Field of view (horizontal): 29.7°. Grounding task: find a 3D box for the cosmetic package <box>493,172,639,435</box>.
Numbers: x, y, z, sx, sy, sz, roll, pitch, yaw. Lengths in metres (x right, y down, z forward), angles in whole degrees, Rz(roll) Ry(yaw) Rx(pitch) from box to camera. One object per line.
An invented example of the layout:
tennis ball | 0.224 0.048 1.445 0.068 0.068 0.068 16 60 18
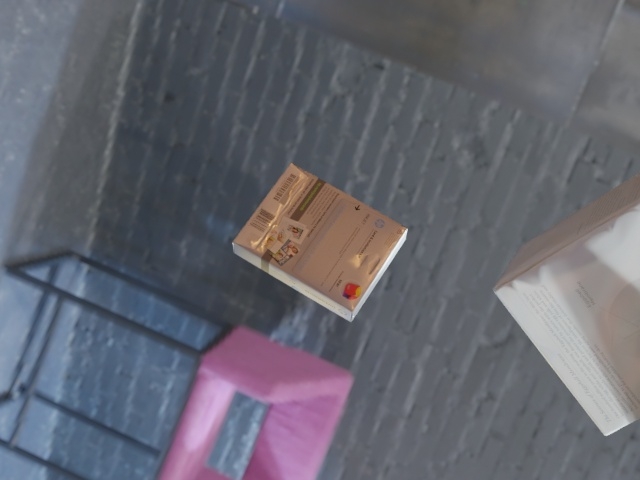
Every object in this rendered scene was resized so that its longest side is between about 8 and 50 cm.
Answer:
cosmetic package | 0.365 0.066 1.396 0.224 0.224 0.138 -35 -174 31

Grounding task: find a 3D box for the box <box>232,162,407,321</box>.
box | 0.000 0.000 1.603 0.145 0.186 0.038 -56 166 -22
